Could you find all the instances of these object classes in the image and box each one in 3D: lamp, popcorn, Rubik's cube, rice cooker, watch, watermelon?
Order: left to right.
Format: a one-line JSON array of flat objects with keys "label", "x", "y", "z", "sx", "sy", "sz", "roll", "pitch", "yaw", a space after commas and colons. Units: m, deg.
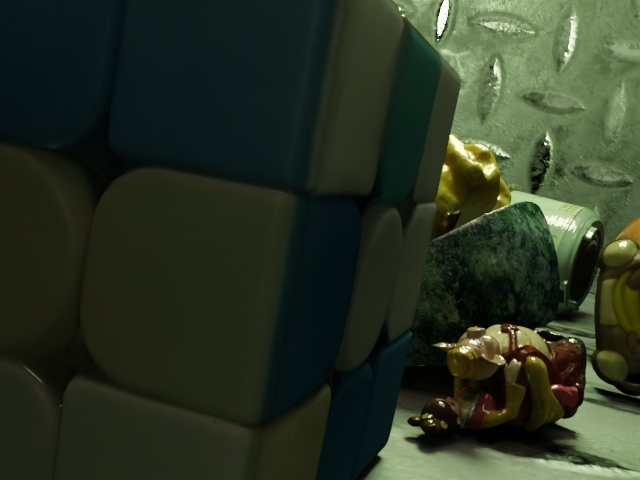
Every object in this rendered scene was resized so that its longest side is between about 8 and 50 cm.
[{"label": "Rubik's cube", "x": -0.116, "y": -0.007, "z": 0.556, "sx": 0.344, "sy": 0.347, "sz": 0.346, "roll": 12, "pitch": 7, "yaw": 19}, {"label": "popcorn", "x": 0.170, "y": -0.023, "z": 1.262, "sx": 0.297, "sy": 0.316, "sz": 0.281, "roll": -16, "pitch": 42, "yaw": -28}, {"label": "watermelon", "x": 0.154, "y": 0.082, "z": 0.961, "sx": 0.318, "sy": 0.148, "sz": 0.226, "roll": -26, "pitch": -8, "yaw": 2}, {"label": "lamp", "x": 0.185, "y": 0.143, "z": 0.804, "sx": 0.253, "sy": 0.118, "sz": 0.118, "roll": 7, "pitch": 7, "yaw": -40}, {"label": "rice cooker", "x": 0.471, "y": 0.021, "z": 1.725, "sx": 0.316, "sy": 0.264, "sz": 0.317, "roll": -9, "pitch": 42, "yaw": 8}, {"label": "watch", "x": 0.584, "y": 0.120, "z": 1.140, "sx": 0.335, "sy": 0.314, "sz": 0.327, "roll": 2, "pitch": -10, "yaw": 20}]

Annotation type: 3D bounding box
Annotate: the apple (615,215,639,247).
[{"label": "apple", "x": 0.728, "y": 0.071, "z": 1.511, "sx": 0.277, "sy": 0.319, "sz": 0.319, "roll": -10, "pitch": 8, "yaw": -5}]
